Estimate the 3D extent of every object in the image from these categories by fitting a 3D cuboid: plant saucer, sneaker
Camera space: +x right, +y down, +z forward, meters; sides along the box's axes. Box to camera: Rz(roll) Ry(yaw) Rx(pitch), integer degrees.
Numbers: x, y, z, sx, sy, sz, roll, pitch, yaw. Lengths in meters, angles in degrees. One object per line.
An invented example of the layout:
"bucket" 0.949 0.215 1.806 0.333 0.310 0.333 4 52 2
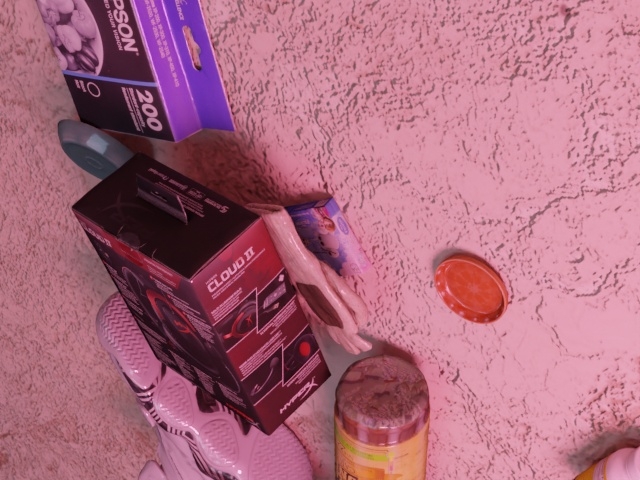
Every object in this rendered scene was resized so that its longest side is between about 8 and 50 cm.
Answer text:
"plant saucer" -0.261 -0.098 1.590 0.119 0.021 0.119 25 160 10
"plant saucer" 0.156 0.050 1.398 0.083 0.013 0.083 24 139 24
"sneaker" -0.190 0.232 1.770 0.366 0.137 0.210 49 139 -11

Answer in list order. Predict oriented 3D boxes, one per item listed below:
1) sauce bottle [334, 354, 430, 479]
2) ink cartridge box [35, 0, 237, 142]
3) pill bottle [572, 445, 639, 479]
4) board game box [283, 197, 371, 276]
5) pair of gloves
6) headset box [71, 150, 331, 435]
"sauce bottle" 0.072 0.283 1.608 0.111 0.111 0.344 23 140 24
"ink cartridge box" -0.204 -0.206 1.460 0.208 0.045 0.206 10 130 34
"pill bottle" 0.312 0.253 1.405 0.065 0.065 0.116 43 142 2
"board game box" 0.000 0.000 1.485 0.090 0.020 0.090 -10 119 47
"pair of gloves" -0.039 0.036 1.505 0.204 0.042 0.240 54 158 -17
"headset box" -0.133 0.048 1.491 0.218 0.110 0.293 27 151 41
